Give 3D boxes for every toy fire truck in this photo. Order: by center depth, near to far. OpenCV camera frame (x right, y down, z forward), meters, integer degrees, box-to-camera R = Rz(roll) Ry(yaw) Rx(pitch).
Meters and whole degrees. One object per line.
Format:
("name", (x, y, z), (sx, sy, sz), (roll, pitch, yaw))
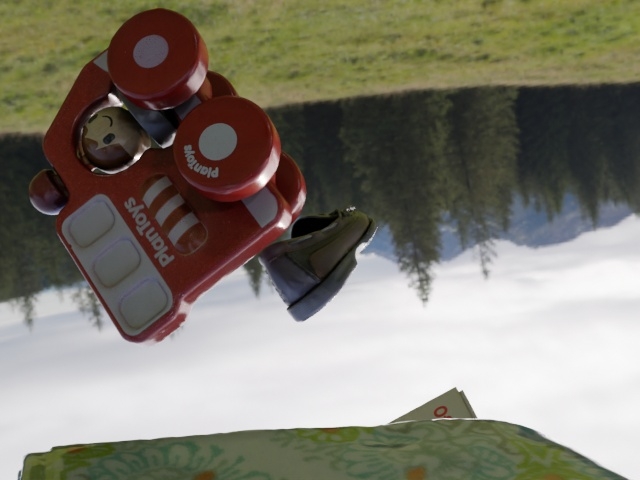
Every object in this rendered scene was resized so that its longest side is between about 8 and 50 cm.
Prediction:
("toy fire truck", (-0.177, -0.073, 0.806), (0.254, 0.302, 0.169), (-38, 163, -1))

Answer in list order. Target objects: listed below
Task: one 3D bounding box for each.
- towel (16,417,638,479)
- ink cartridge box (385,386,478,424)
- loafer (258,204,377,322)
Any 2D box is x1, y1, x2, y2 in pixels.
("towel", (0.032, 0.165, 0.360), (0.374, 0.090, 0.320), (1, -174, -15))
("ink cartridge box", (0.115, 0.439, 1.168), (0.384, 0.160, 0.279), (-30, -156, 6))
("loafer", (0.000, 0.000, 0.962), (0.109, 0.095, 0.302), (-40, -174, 20))
